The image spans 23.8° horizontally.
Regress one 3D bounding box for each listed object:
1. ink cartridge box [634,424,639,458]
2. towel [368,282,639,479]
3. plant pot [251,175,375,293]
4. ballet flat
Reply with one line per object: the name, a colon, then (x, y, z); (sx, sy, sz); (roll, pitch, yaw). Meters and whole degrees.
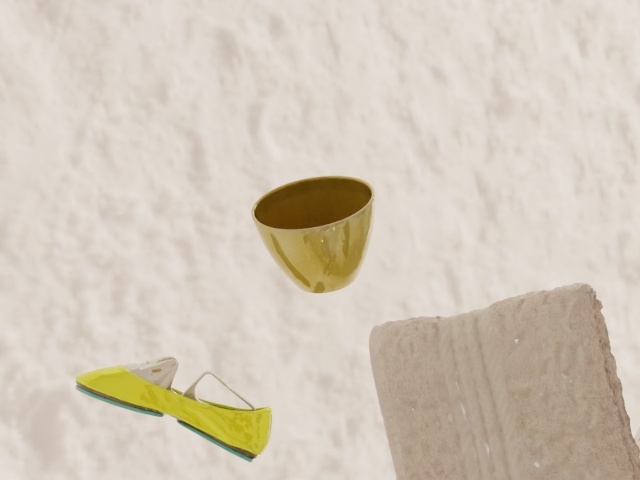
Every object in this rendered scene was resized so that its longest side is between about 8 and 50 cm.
ink cartridge box: (0.376, 0.080, 1.208); (0.122, 0.211, 0.289); (27, 80, -3)
towel: (0.149, 0.182, 1.116); (0.049, 0.187, 0.282); (-3, 80, -62)
plant pot: (0.000, 0.000, 1.641); (0.134, 0.134, 0.095); (-41, 129, -46)
ballet flat: (-0.160, 0.175, 1.718); (0.231, 0.077, 0.077); (24, 89, -8)
